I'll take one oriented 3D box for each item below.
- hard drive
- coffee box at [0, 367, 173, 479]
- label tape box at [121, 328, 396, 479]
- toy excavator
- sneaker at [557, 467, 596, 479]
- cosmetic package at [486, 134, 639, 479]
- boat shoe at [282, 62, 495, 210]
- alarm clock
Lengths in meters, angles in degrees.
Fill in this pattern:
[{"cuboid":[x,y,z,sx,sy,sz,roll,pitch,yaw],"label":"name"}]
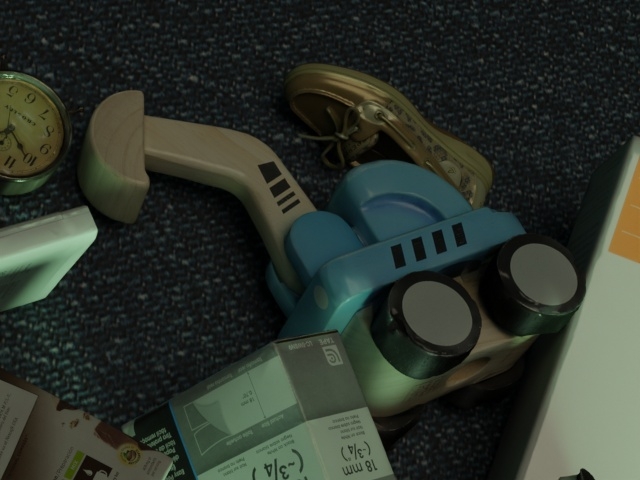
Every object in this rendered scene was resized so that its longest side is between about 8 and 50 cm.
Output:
[{"cuboid":[-0.386,0.054,1.715,0.308,0.203,0.040,-18,78,-31],"label":"hard drive"},{"cuboid":[-0.312,0.215,1.669,0.297,0.168,0.119,29,51,-4],"label":"coffee box"},{"cuboid":[-0.035,0.288,1.759,0.106,0.241,0.333,-7,71,-51],"label":"label tape box"},{"cuboid":[0.000,0.000,1.954,0.433,0.222,0.445,-18,64,-30],"label":"toy excavator"},{"cuboid":[0.202,0.371,1.808,0.182,0.410,0.158,-5,49,4],"label":"sneaker"},{"cuboid":[0.363,0.140,1.994,0.230,0.161,0.453,21,75,-3],"label":"cosmetic package"},{"cuboid":[0.077,-0.109,2.068,0.285,0.104,0.089,29,57,-13],"label":"boat shoe"},{"cuboid":[-0.343,-0.099,1.883,0.129,0.064,0.192,35,56,-9],"label":"alarm clock"}]
